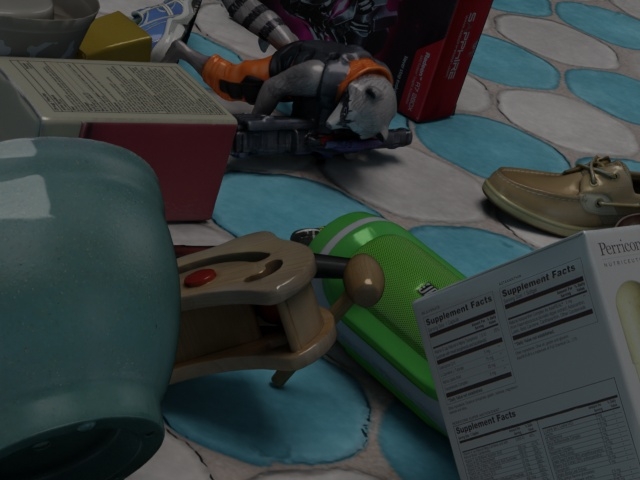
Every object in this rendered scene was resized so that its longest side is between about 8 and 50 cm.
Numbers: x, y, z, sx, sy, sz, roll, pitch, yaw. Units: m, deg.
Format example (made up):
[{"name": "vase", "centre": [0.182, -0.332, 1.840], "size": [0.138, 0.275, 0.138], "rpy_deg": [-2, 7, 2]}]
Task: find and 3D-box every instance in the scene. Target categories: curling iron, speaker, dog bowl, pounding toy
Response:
[{"name": "curling iron", "centre": [-0.080, 0.024, 1.533], "size": [0.274, 0.035, 0.068], "rpy_deg": [5, 16, 19]}, {"name": "speaker", "centre": [0.108, 0.090, 1.505], "size": [0.131, 0.131, 0.296], "rpy_deg": [-7, 35, -41]}, {"name": "dog bowl", "centre": [-0.426, -0.257, 1.765], "size": [0.349, 0.102, 0.349], "rpy_deg": [15, 18, -5]}, {"name": "pounding toy", "centre": [-0.062, 0.091, 1.375], "size": [0.270, 0.154, 0.154], "rpy_deg": [-19, 20, -3]}]

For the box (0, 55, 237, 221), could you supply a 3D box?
[{"name": "box", "centre": [-0.230, -0.105, 1.679], "size": [0.232, 0.126, 0.148], "rpy_deg": [-2, 32, -35]}]

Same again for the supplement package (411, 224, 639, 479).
[{"name": "supplement package", "centre": [0.237, 0.136, 1.270], "size": [0.199, 0.198, 0.262], "rpy_deg": [-7, 77, -41]}]

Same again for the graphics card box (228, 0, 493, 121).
[{"name": "graphics card box", "centre": [0.055, -0.348, 2.230], "size": [0.371, 0.232, 0.094], "rpy_deg": [34, 30, 28]}]

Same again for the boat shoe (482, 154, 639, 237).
[{"name": "boat shoe", "centre": [0.350, -0.061, 1.993], "size": [0.302, 0.098, 0.109], "rpy_deg": [10, 26, -15]}]

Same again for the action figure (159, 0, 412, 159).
[{"name": "action figure", "centre": [-0.051, -0.196, 1.933], "size": [0.330, 0.178, 0.341], "rpy_deg": [25, 23, 38]}]

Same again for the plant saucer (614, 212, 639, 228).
[{"name": "plant saucer", "centre": [0.424, 0.031, 1.912], "size": [0.168, 0.029, 0.168], "rpy_deg": [14, 36, -11]}]

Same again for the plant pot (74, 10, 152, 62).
[{"name": "plant pot", "centre": [-0.266, -0.225, 1.958], "size": [0.083, 0.081, 0.081], "rpy_deg": [-16, 40, -34]}]

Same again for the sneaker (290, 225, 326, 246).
[{"name": "sneaker", "centre": [0.000, 0.000, 1.735], "size": [0.083, 0.031, 0.035], "rpy_deg": [5, 14, -33]}]

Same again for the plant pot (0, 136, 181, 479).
[{"name": "plant pot", "centre": [-0.226, 0.087, 1.168], "size": [0.293, 0.293, 0.196], "rpy_deg": [-3, 60, -37]}]

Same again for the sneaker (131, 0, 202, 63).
[{"name": "sneaker", "centre": [-0.211, -0.289, 2.117], "size": [0.081, 0.080, 0.211], "rpy_deg": [20, 24, -3]}]
